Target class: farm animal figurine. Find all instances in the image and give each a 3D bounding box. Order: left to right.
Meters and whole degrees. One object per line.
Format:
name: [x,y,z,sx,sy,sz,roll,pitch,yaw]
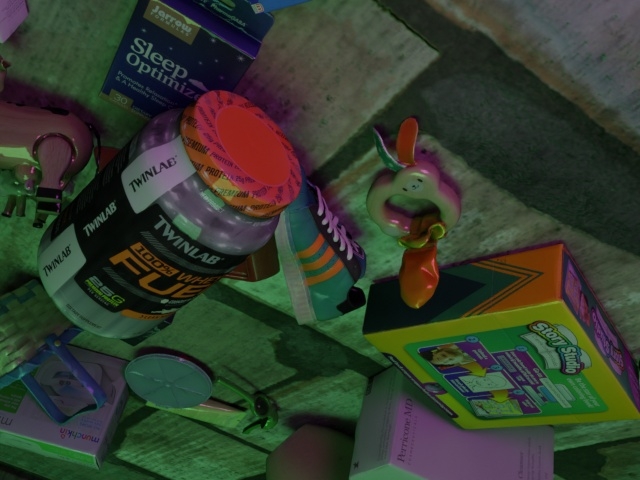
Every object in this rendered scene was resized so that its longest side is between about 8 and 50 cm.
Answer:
farm animal figurine: [-0.434,-0.149,0.830,0.327,0.172,0.330,16,163,-34]

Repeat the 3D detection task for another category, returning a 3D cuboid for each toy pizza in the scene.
toy pizza: [-0.344,0.316,1.512,0.201,0.032,0.201,4,132,4]

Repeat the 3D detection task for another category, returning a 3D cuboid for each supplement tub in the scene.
supplement tub: [-0.183,-0.026,0.801,0.194,0.193,0.316,36,126,-27]

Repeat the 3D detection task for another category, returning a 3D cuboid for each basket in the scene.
basket: [-0.572,0.244,1.342,0.289,0.201,0.255,50,135,-9]

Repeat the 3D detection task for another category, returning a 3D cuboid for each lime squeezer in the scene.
lime squeezer: [-0.156,0.393,1.558,0.110,0.058,0.310,19,148,20]

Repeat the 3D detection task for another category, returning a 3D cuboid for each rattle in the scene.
rattle: [0.102,-0.032,0.828,0.130,0.142,0.199,23,154,21]

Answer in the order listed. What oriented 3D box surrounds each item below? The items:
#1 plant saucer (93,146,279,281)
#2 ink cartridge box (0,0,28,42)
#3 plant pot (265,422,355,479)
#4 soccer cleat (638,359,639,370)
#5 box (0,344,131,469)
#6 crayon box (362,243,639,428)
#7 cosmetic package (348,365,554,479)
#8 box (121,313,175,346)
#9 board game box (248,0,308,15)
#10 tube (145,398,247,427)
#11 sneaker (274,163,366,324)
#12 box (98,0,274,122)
plant saucer: [-0.202,-0.023,1.018,0.259,0.047,0.258,9,144,9]
ink cartridge box: [-0.388,-0.297,0.701,0.109,0.063,0.150,15,144,-1]
plant pot: [-0.021,0.552,1.576,0.191,0.284,0.284,47,146,14]
soccer cleat: [0.588,0.234,1.078,0.179,0.060,0.072,18,145,-9]
box: [-0.595,0.373,1.529,0.262,0.231,0.126,17,144,-2]
crayon box: [0.297,0.176,1.062,0.313,0.106,0.363,-16,135,33]
cosmetic package: [0.265,0.417,1.306,0.385,0.217,0.156,26,143,-19]
box: [-0.356,0.102,1.200,0.156,0.093,0.158,34,139,-24]
board game box: [0.002,-0.298,0.577,0.210,0.047,0.160,-7,139,25]
tube: [-0.307,0.409,1.629,0.240,0.062,0.070,22,175,-15]
sneaker: [0.000,0.000,0.946,0.121,0.108,0.302,-11,135,1]
box: [-0.162,-0.208,0.767,0.136,0.036,0.225,28,141,-17]
